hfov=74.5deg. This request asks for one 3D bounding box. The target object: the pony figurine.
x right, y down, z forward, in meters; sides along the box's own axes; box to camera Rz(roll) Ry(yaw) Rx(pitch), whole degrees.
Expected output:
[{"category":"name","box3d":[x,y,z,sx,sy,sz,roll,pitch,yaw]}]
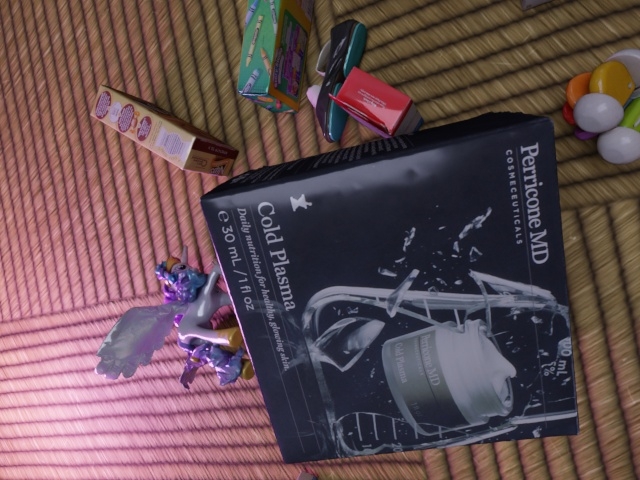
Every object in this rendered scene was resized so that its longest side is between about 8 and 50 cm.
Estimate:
[{"category":"pony figurine","box3d":[-0.298,0.199,1.002,0.363,0.303,0.351,11,77,34]}]

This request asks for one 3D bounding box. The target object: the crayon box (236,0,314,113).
[{"category":"crayon box","box3d":[-0.098,-0.449,0.956,0.081,0.165,0.278,11,96,20]}]

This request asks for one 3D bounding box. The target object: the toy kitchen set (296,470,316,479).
[{"category":"toy kitchen set","box3d":[-0.001,0.702,1.014,0.166,0.122,0.207,13,117,19]}]

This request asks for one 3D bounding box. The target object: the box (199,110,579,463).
[{"category":"box","box3d":[0.122,0.074,0.731,0.471,0.297,0.480,-12,106,9]}]

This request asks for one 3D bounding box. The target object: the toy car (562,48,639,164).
[{"category":"toy car","box3d":[0.513,-0.228,0.753,0.182,0.136,0.159,43,78,-15]}]

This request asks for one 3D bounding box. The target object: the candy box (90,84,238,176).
[{"category":"candy box","box3d":[-0.389,-0.272,1.063,0.316,0.183,0.087,31,102,17]}]

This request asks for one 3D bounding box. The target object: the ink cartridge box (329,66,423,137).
[{"category":"ink cartridge box","box3d":[0.119,-0.264,0.847,0.134,0.231,0.078,35,103,16]}]

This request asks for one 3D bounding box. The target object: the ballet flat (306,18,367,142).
[{"category":"ballet flat","box3d":[0.030,-0.359,0.959,0.096,0.095,0.280,14,87,29]}]

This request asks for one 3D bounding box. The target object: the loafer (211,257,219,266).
[{"category":"loafer","box3d":[-0.226,0.082,1.096,0.125,0.045,0.039,38,88,9]}]

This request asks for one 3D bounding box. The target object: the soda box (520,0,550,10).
[{"category":"soda box","box3d":[0.488,-0.518,0.786,0.216,0.069,0.074,-13,88,21]}]
